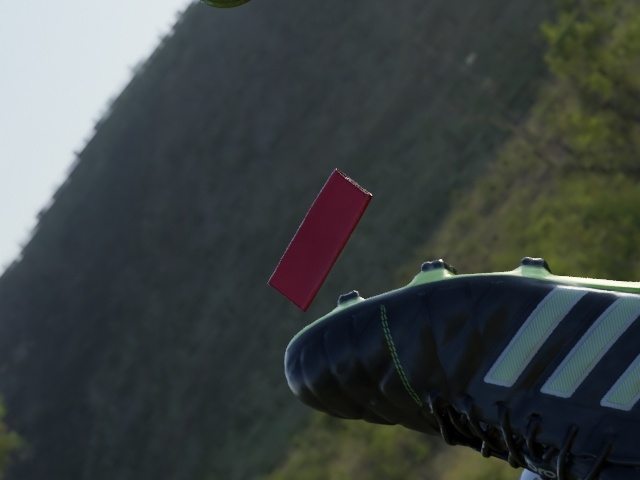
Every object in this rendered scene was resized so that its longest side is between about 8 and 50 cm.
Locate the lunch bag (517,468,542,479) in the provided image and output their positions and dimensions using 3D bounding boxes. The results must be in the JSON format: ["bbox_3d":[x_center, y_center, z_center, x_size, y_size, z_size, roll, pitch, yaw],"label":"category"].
[{"bbox_3d":[0.232,0.137,0.656,0.243,0.303,0.115,-7,53,45],"label":"lunch bag"}]

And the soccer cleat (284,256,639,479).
[{"bbox_3d":[0.073,0.045,0.491,0.060,0.179,0.072,60,-149,-57],"label":"soccer cleat"}]

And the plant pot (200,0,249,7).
[{"bbox_3d":[-0.088,-0.249,1.499,0.083,0.083,0.079,-52,-12,0],"label":"plant pot"}]

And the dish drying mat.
[{"bbox_3d":[0.000,0.000,1.045,0.008,0.032,0.083,-3,-53,-61],"label":"dish drying mat"}]
